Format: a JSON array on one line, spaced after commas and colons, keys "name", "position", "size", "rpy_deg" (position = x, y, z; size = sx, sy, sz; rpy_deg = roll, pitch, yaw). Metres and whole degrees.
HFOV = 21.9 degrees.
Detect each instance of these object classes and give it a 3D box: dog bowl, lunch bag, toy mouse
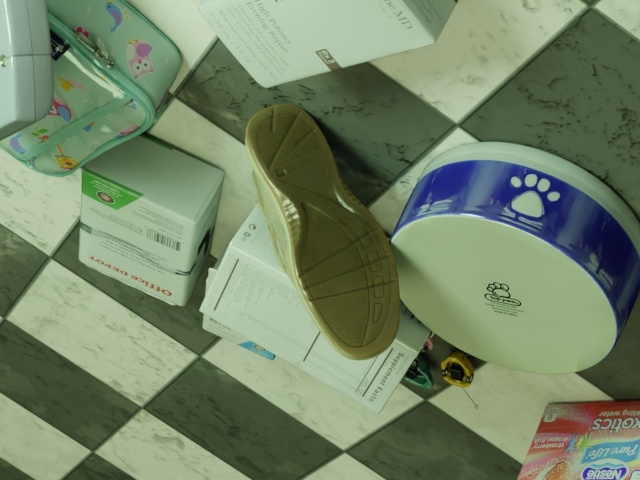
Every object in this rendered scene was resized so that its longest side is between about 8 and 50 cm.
[{"name": "dog bowl", "position": [0.207, 0.023, 1.758], "size": [0.265, 0.104, 0.265], "rpy_deg": [19, 146, 13]}, {"name": "lunch bag", "position": [-0.296, -0.185, 1.844], "size": [0.224, 0.108, 0.279], "rpy_deg": [42, 145, -20]}, {"name": "toy mouse", "position": [0.122, 0.137, 2.047], "size": [0.143, 0.031, 0.161], "rpy_deg": [11, 143, 25]}]

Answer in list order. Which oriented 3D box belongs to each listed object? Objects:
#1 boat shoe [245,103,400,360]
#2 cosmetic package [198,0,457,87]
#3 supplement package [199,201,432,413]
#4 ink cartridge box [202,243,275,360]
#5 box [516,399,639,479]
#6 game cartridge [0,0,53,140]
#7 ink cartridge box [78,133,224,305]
[{"name": "boat shoe", "position": [0.000, 0.000, 1.776], "size": [0.098, 0.109, 0.302], "rpy_deg": [99, 148, -64]}, {"name": "cosmetic package", "position": [0.008, -0.230, 1.579], "size": [0.231, 0.085, 0.117], "rpy_deg": [-9, 132, 45]}, {"name": "supplement package", "position": [0.009, 0.062, 1.908], "size": [0.244, 0.134, 0.139], "rpy_deg": [30, 137, 2]}, {"name": "ink cartridge box", "position": [-0.087, 0.071, 2.071], "size": [0.104, 0.062, 0.181], "rpy_deg": [24, 153, 6]}, {"name": "box", "position": [0.394, 0.287, 1.937], "size": [0.300, 0.154, 0.142], "rpy_deg": [-9, 132, 42]}, {"name": "game cartridge", "position": [-0.356, -0.247, 1.699], "size": [0.198, 0.062, 0.297], "rpy_deg": [-17, 83, 45]}, {"name": "ink cartridge box", "position": [-0.209, -0.027, 2.015], "size": [0.153, 0.087, 0.208], "rpy_deg": [25, 148, 5]}]
